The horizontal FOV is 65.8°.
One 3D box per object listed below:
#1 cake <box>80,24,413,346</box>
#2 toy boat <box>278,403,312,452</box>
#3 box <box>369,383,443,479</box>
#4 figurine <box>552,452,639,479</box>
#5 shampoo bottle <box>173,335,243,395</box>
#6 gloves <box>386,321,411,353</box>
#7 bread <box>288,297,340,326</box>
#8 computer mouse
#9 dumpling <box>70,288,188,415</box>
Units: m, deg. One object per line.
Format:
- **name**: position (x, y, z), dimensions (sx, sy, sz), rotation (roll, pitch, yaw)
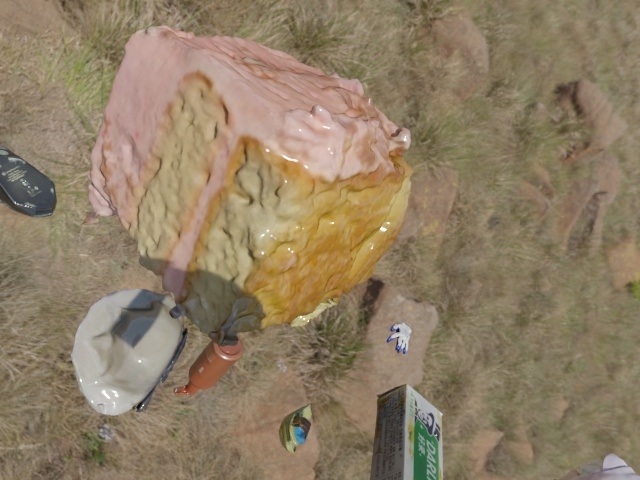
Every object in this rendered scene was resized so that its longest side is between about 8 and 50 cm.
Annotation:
- **cake**: position (-0.074, -0.089, 0.638), dimensions (0.314, 0.307, 0.293), rotation (-11, 134, -53)
- **toy boat**: position (-0.055, 0.454, 1.204), dimensions (0.172, 0.066, 0.065), rotation (-40, 119, -75)
- **box**: position (0.056, 0.193, 0.326), dimensions (0.050, 0.041, 0.207), rotation (42, 32, -17)
- **figurine**: position (0.308, 0.380, 0.632), dimensions (0.200, 0.276, 0.133), rotation (26, 34, -27)
- **shampoo bottle**: position (-0.281, 0.321, 1.241), dimensions (0.085, 0.244, 0.085), rotation (27, 36, -22)
- **gloves**: position (0.186, 0.229, 1.177), dimensions (0.064, 0.026, 0.086), rotation (42, 43, -14)
- **bread**: position (0.003, 0.002, 0.966), dimensions (0.149, 0.195, 0.344), rotation (31, 80, -27)
- **computer mouse**: position (-0.647, -0.119, 1.055), dimensions (0.192, 0.062, 0.106), rotation (47, 37, -7)
- **dumpling**: position (-0.408, 0.235, 1.097), dimensions (0.293, 0.163, 0.204), rotation (-62, 143, -34)
